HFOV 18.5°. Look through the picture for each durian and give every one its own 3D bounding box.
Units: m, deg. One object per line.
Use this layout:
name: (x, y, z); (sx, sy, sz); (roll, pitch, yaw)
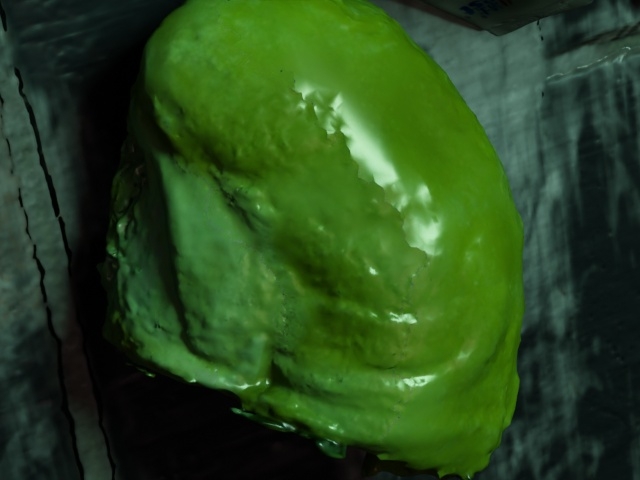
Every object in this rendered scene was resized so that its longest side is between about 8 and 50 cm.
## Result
durian: (0.000, 0.000, 1.182); (0.256, 0.204, 0.340); (2, 109, -13)

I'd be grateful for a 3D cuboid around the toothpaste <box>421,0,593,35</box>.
toothpaste: (0.015, -0.198, 1.178); (0.323, 0.100, 0.066); (23, 69, -28)
